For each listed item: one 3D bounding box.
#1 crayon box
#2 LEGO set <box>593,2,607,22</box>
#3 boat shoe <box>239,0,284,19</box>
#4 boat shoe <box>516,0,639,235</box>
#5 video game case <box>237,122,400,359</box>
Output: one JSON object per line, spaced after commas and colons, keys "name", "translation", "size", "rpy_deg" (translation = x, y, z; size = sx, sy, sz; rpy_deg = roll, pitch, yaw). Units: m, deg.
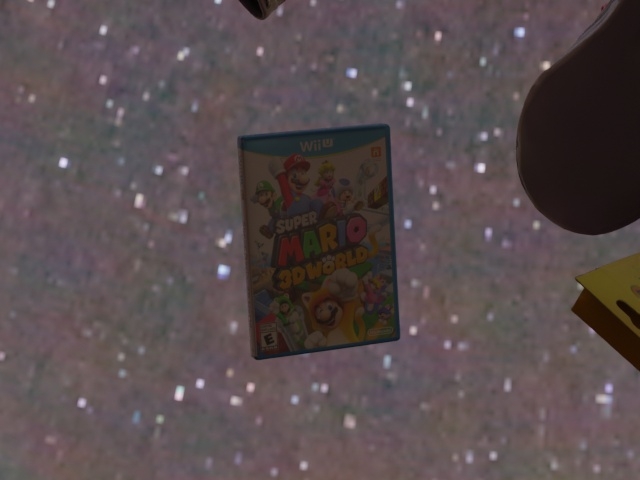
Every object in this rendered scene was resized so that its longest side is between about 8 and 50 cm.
{"name": "crayon box", "translation": [0.466, 0.101, 2.207], "size": [0.318, 0.202, 0.081], "rpy_deg": [-15, -39, -46]}
{"name": "LEGO set", "translation": [0.362, -0.208, 1.789], "size": [0.287, 0.107, 0.132], "rpy_deg": [-38, -55, 26]}
{"name": "boat shoe", "translation": [-0.093, -0.294, 1.678], "size": [0.083, 0.076, 0.226], "rpy_deg": [25, -10, 44]}
{"name": "boat shoe", "translation": [0.189, -0.110, 0.886], "size": [0.096, 0.088, 0.267], "rpy_deg": [41, -43, 20]}
{"name": "video game case", "translation": [0.000, 0.000, 1.277], "size": [0.119, 0.166, 0.015], "rpy_deg": [-6, 9, -21]}
